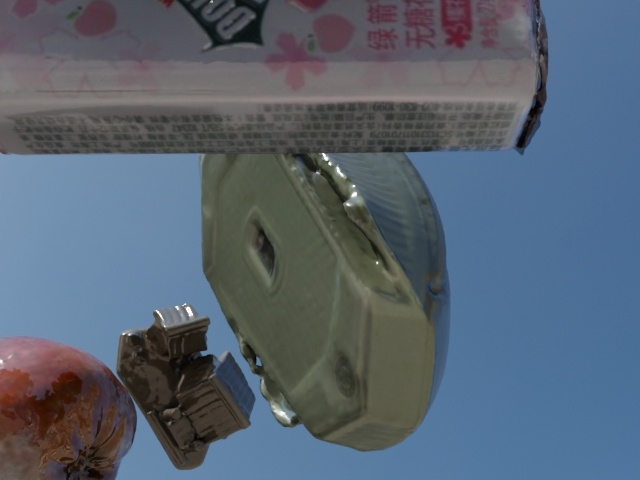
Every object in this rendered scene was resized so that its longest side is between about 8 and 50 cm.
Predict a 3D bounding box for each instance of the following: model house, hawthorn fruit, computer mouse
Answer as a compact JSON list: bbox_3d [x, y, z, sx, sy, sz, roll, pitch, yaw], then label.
[{"bbox_3d":[-0.180,0.200,1.022,0.188,0.122,0.229,-30,-92,54],"label":"model house"},{"bbox_3d":[-0.329,0.209,0.813,0.231,0.263,0.235,-40,-45,4],"label":"hawthorn fruit"},{"bbox_3d":[0.002,-0.002,0.661,0.145,0.429,0.228,-5,-50,-29],"label":"computer mouse"}]

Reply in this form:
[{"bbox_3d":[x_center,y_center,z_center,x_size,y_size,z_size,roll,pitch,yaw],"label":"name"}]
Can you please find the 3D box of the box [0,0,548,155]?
[{"bbox_3d":[-0.037,-0.155,0.495,0.369,0.190,0.112,-2,-20,3],"label":"box"}]
